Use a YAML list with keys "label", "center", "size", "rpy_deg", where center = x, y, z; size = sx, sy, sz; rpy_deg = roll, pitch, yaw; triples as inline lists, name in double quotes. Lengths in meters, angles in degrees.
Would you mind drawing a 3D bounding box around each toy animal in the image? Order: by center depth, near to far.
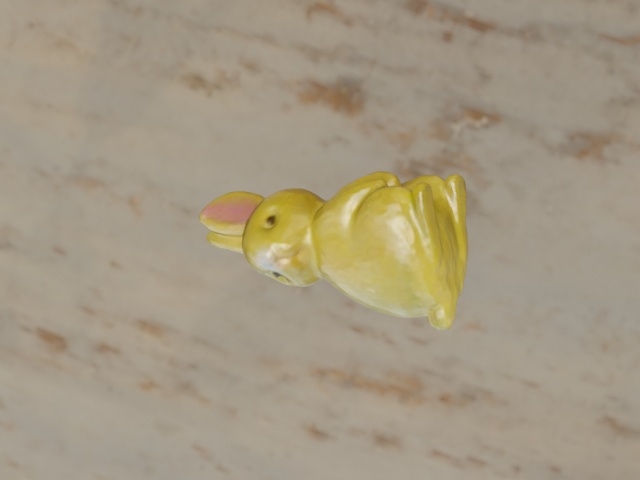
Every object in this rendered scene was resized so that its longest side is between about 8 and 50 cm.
- label: "toy animal"
  center: [-0.001, 0.003, 0.929]
  size: [0.159, 0.083, 0.070]
  rpy_deg: [3, -171, 26]
